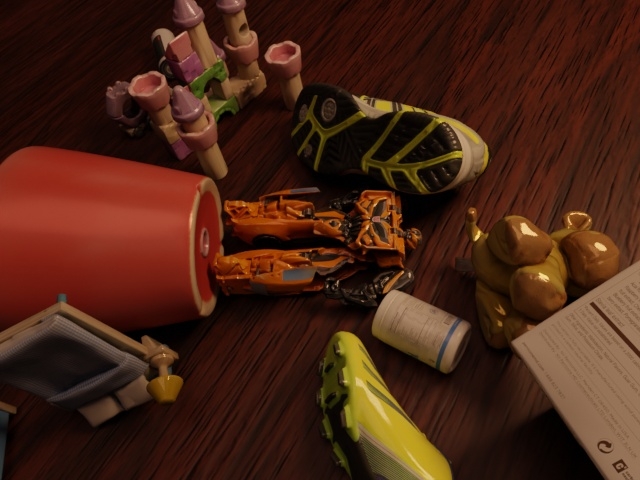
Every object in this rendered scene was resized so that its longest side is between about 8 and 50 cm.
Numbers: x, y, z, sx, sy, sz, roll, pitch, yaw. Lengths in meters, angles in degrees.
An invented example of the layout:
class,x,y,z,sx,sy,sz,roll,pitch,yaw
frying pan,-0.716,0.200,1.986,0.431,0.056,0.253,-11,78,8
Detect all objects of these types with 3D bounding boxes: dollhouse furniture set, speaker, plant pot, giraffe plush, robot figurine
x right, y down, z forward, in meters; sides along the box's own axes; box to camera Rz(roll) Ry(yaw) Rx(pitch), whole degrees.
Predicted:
class,x,y,z,sx,sy,sz,roll,pitch,yaw
dollhouse furniture set,-0.339,0.196,0.558,0.304,0.286,0.198,-26,52,7
speaker,-0.342,-0.419,1.172,0.055,0.055,0.136,-21,52,-4
plant pot,-0.271,0.007,0.719,0.244,0.274,0.274,0,53,2
giraffe plush,0.285,0.038,0.646,0.171,0.181,0.210,-6,17,-5
robot figurine,0.000,0.000,0.761,0.291,0.085,0.210,-5,54,9

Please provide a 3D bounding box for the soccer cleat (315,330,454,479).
class,x,y,z,sx,sy,sz,roll,pitch,yaw
soccer cleat,0.078,0.229,0.587,0.121,0.093,0.289,2,42,-25

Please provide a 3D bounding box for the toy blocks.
class,x,y,z,sx,sy,sz,roll,pitch,yaw
toy blocks,-0.233,-0.322,0.944,0.309,0.260,0.288,30,65,29

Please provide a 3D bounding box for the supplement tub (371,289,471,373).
class,x,y,z,sx,sy,sz,roll,pitch,yaw
supplement tub,0.127,0.113,0.657,0.107,0.071,0.071,23,61,28

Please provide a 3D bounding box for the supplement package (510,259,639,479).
class,x,y,z,sx,sy,sz,roll,pitch,yaw
supplement package,0.366,0.110,0.465,0.293,0.177,0.175,-37,38,12

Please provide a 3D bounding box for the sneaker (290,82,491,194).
class,x,y,z,sx,sy,sz,roll,pitch,yaw
sneaker,0.094,-0.158,0.851,0.147,0.145,0.385,-2,26,-43
